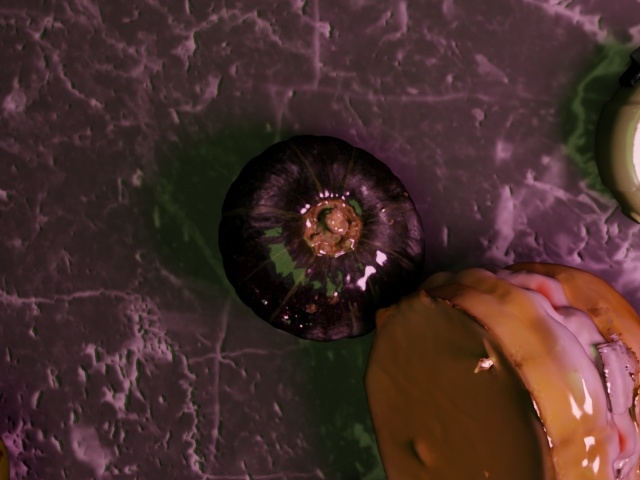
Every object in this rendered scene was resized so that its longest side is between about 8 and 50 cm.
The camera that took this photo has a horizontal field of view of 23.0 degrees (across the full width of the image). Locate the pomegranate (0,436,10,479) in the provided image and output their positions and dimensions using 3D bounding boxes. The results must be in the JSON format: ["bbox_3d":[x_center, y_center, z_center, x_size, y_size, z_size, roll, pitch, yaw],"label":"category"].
[{"bbox_3d":[-0.397,0.257,1.543,0.198,0.198,0.246,2,136,10],"label":"pomegranate"}]

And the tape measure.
[{"bbox_3d":[0.333,-0.089,1.397,0.175,0.106,0.200,-1,100,-4],"label":"tape measure"}]

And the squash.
[{"bbox_3d":[0.002,-0.001,1.443,0.193,0.156,0.193,-3,76,11],"label":"squash"}]

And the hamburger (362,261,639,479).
[{"bbox_3d":[0.195,0.140,1.385,0.237,0.276,0.276,-17,97,-32],"label":"hamburger"}]
